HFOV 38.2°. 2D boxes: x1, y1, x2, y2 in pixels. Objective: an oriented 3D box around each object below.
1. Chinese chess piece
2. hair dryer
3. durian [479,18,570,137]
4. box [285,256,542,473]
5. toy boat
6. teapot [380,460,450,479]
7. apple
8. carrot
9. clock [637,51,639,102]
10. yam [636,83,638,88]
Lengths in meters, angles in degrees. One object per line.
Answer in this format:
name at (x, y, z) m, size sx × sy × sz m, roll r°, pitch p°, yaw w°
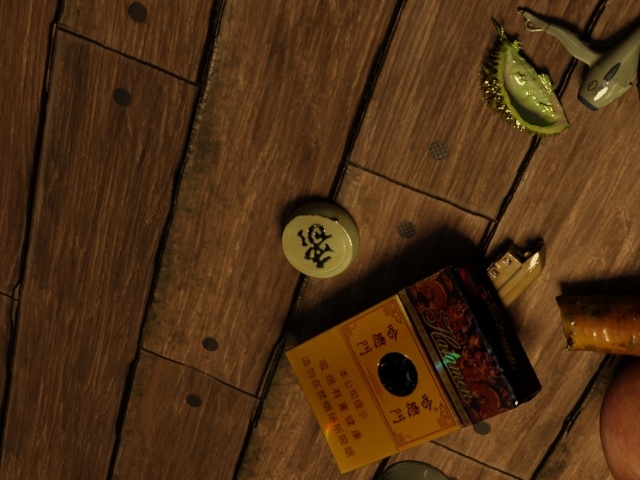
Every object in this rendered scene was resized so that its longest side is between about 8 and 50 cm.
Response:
Chinese chess piece at (0.000, 0.000, 1.687) m, size 0.144 × 0.058 × 0.144 m, roll 8°, pitch 119°, yaw 14°
hair dryer at (0.419, -0.316, 1.392) m, size 0.167 × 0.067 × 0.199 m, roll -37°, pitch 88°, yaw 22°
durian at (0.307, -0.240, 1.459) m, size 0.100 × 0.086 × 0.215 m, roll -41°, pitch 106°, yaw -3°
box at (0.157, 0.228, 1.662) m, size 0.415 × 0.116 × 0.264 m, roll -30°, pitch 81°, yaw 36°
toy boat at (0.317, 0.071, 1.627) m, size 0.077 × 0.057 × 0.200 m, roll 39°, pitch 123°, yaw 0°
teapot at (0.194, 0.558, 1.885) m, size 0.239 × 0.149 × 0.162 m, roll -8°, pitch 114°, yaw 23°
apple at (0.614, 0.338, 1.564) m, size 0.305 × 0.235 × 0.306 m, roll 12°, pitch 131°, yaw 14°
carrot at (0.537, 0.139, 1.531) m, size 0.302 × 0.114 × 0.114 m, roll -2°, pitch 118°, yaw 32°
clock at (0.642, -0.242, 1.303) m, size 0.386 × 0.076 × 0.386 m, roll 4°, pitch 122°, yaw 6°
yam at (0.560, -0.351, 1.319) m, size 0.045 × 0.045 × 0.327 m, roll 45°, pitch 126°, yaw 26°
